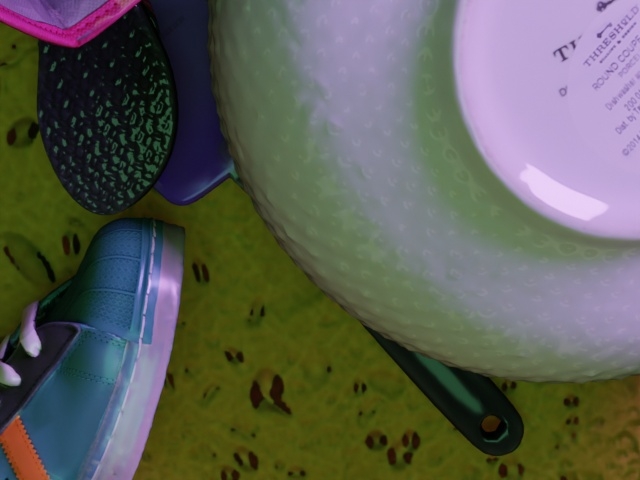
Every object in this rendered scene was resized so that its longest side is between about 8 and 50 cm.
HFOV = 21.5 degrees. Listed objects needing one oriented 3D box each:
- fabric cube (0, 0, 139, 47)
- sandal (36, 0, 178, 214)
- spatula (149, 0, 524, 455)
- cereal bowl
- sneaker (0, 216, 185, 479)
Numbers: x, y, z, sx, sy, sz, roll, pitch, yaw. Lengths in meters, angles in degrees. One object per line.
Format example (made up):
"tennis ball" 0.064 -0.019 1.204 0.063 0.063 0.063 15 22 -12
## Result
"fabric cube" -0.124 -0.263 0.609 0.254 0.259 0.258 -42 76 8
"sandal" -0.106 -0.101 0.798 0.067 0.040 0.179 -13 86 8
"spatula" 0.000 0.000 0.837 0.084 0.030 0.296 -43 102 6
"cereal bowl" 0.121 -0.092 0.749 0.339 0.141 0.339 -1 100 -7
"sneaker" -0.164 0.113 0.819 0.121 0.108 0.302 23 104 -13
